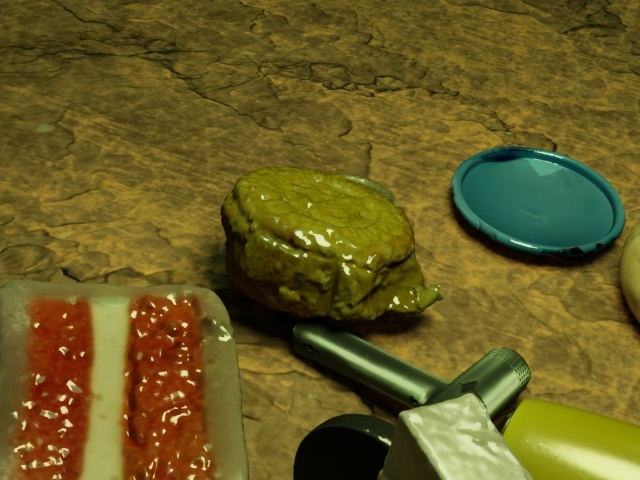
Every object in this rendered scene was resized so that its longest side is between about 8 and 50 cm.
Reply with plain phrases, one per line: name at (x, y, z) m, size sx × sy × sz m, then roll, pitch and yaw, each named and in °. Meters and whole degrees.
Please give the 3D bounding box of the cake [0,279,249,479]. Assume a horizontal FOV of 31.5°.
cake at (-0.187, 0.208, 1.018) m, size 0.237 × 0.230 × 0.309 m, roll -2°, pitch 41°, yaw -10°

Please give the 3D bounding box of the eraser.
eraser at (0.086, 0.285, 0.872) m, size 0.078 × 0.343 × 0.144 m, roll -9°, pitch 43°, yaw -24°

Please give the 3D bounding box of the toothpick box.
toothpick box at (0.284, 0.259, 1.084) m, size 0.271 × 0.175 × 0.175 m, roll 20°, pitch 40°, yaw 20°

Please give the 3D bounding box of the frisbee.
frisbee at (0.297, -0.048, 1.567) m, size 0.242 × 0.045 × 0.242 m, roll 6°, pitch 38°, yaw -5°

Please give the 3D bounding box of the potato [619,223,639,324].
potato at (0.446, 0.060, 1.408) m, size 0.161 × 0.128 × 0.235 m, roll 1°, pitch 32°, yaw -35°

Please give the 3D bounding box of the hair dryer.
hair dryer at (0.045, 0.191, 1.215) m, size 0.284 × 0.156 × 0.320 m, roll 3°, pitch 20°, yaw 27°

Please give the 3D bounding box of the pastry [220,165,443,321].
pastry at (0.000, 0.000, 1.342) m, size 0.240 × 0.132 × 0.235 m, roll -10°, pitch 28°, yaw -36°

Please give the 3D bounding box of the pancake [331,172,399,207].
pancake at (0.039, -0.050, 1.539) m, size 0.139 × 0.022 × 0.139 m, roll 5°, pitch 38°, yaw -4°
